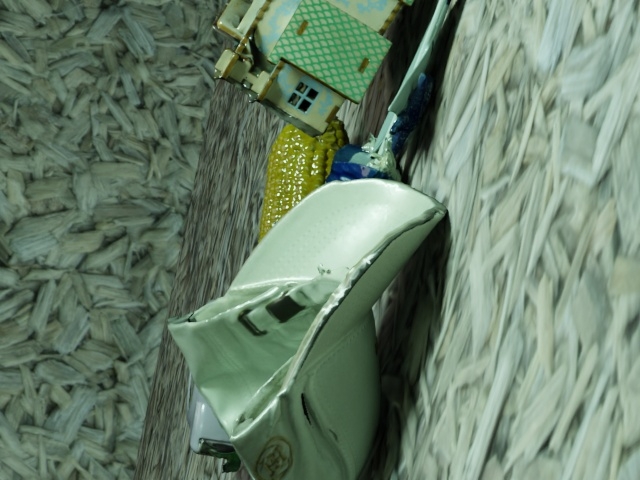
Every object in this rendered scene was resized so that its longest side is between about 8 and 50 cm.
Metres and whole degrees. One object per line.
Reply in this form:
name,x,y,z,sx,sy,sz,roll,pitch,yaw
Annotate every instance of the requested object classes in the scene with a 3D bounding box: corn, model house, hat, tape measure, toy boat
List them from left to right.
tape measure,-0.104,0.162,2.094,0.196,0.105,0.178,-99,18,-71
corn,-0.021,-0.026,1.894,0.097,0.097,0.261,134,147,-71
model house,0.013,-0.264,1.738,0.206,0.178,0.271,-53,5,34
hat,0.012,0.088,1.467,0.301,0.168,0.258,-50,25,4
toy boat,0.067,-0.123,1.581,0.210,0.070,0.291,-78,9,-59

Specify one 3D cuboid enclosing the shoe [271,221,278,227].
shoe,0.000,0.000,1.708,0.169,0.099,0.071,-95,19,-66
